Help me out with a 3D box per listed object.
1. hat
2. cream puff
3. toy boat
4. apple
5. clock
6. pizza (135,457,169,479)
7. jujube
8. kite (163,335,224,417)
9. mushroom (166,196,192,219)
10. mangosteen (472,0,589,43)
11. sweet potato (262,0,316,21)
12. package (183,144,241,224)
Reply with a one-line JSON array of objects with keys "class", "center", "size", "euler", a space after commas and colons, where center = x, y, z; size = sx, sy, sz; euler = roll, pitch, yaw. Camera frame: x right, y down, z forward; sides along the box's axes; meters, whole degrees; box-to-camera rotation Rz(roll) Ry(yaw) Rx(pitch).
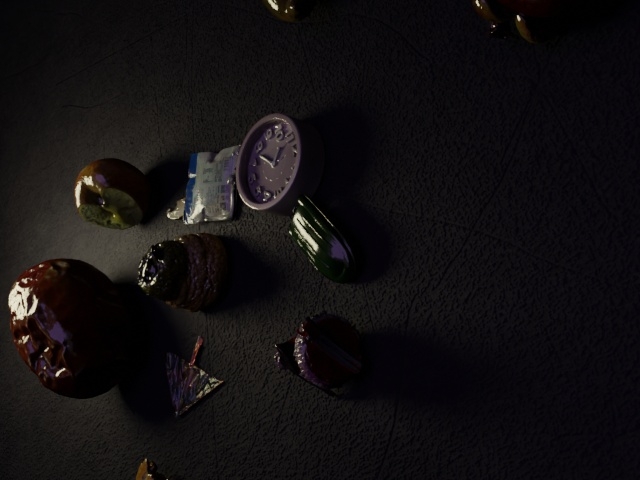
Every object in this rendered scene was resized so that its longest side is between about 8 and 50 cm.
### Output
[{"class": "hat", "center": [-0.031, 0.201, 1.285], "size": [0.227, 0.140, 0.128], "euler": [-23, 54, 54]}, {"class": "cream puff", "center": [-0.309, 0.059, 1.559], "size": [0.183, 0.169, 0.183], "euler": [-15, 70, 44]}, {"class": "toy boat", "center": [0.000, 0.000, 1.341], "size": [0.210, 0.052, 0.104], "euler": [48, 130, 40]}, {"class": "apple", "center": [-0.519, -0.122, 1.814], "size": [0.195, 0.173, 0.160], "euler": [-33, 61, 32]}, {"class": "clock", "center": [-0.082, -0.150, 1.449], "size": [0.197, 0.068, 0.196], "euler": [-13, 71, 43]}, {"class": "pizza", "center": [-0.322, 0.549, 1.533], "size": [0.194, 0.069, 0.154], "euler": [6, 85, 40]}, {"class": "jujube", "center": [-0.611, 0.203, 1.784], "size": [0.377, 0.276, 0.276], "euler": [45, 113, 29]}, {"class": "kite", "center": [-0.285, 0.301, 1.593], "size": [0.232, 0.009, 0.189], "euler": [18, 93, 45]}, {"class": "mushroom", "center": [-0.324, -0.073, 1.713], "size": [0.101, 0.019, 0.049], "euler": [-16, 71, 38]}, {"class": "mangosteen", "center": [0.305, -0.393, 1.032], "size": [0.257, 0.215, 0.215], "euler": [101, 148, -46]}, {"class": "sweet potato", "center": [-0.089, -0.599, 1.525], "size": [0.130, 0.130, 0.422], "euler": [-39, 50, 33]}, {"class": "package", "center": [-0.245, -0.124, 1.637], "size": [0.173, 0.027, 0.171], "euler": [-3, 80, 41]}]
